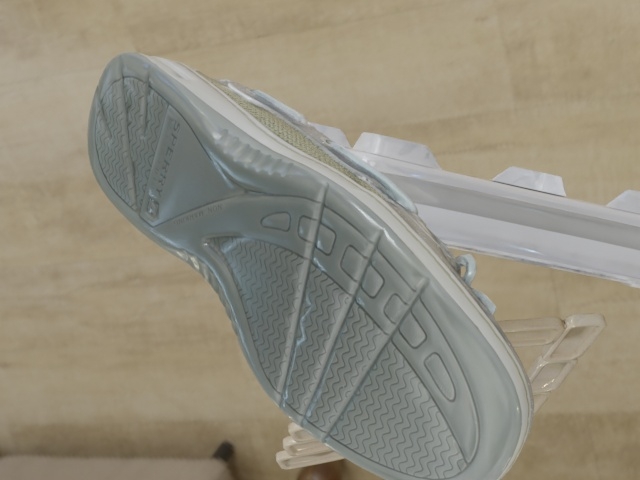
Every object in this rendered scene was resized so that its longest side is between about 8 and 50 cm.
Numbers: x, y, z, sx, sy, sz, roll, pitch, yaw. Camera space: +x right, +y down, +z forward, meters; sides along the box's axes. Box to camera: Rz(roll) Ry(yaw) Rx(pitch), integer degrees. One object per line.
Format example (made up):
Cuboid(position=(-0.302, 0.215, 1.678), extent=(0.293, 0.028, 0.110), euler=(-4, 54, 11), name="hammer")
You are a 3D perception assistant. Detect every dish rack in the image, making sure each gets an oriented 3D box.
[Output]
Cuboid(position=(0.116, -0.033, 0.935), extent=(0.333, 0.285, 0.072), euler=(10, 96, -19), name="dish rack")

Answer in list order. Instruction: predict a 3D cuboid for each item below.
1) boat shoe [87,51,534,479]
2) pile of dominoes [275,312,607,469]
Cuboid(position=(-0.002, 0.001, 0.607), extent=(0.320, 0.103, 0.118), euler=(39, 121, 35), name="boat shoe")
Cuboid(position=(0.074, 0.104, 0.862), extent=(0.196, 0.040, 0.251), euler=(-2, 150, -11), name="pile of dominoes")
